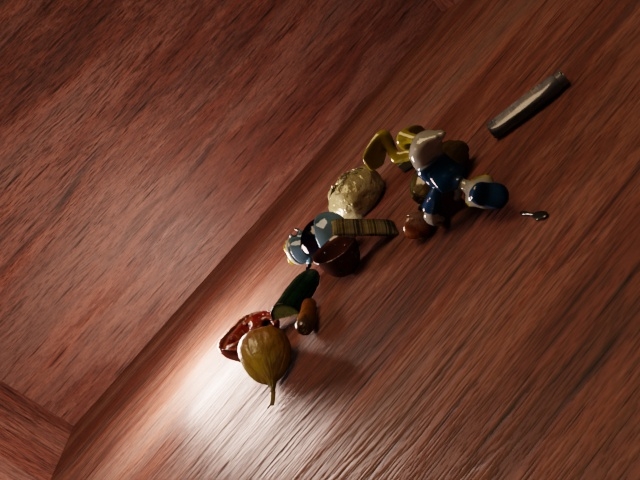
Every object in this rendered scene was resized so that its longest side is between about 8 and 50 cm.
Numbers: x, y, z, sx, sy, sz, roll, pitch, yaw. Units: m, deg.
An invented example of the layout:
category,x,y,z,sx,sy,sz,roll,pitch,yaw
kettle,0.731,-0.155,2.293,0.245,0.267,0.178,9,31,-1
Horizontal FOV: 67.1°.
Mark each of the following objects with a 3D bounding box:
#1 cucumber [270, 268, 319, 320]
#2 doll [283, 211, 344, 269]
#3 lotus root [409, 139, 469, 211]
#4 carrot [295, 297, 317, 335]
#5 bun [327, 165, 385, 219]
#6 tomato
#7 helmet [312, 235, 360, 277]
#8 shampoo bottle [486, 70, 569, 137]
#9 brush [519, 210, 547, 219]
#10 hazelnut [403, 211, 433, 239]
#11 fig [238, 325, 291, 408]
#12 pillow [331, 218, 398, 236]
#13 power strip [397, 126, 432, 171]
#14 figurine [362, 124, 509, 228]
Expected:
category,x,y,z,sx,sy,sz,roll,pitch,yaw
cucumber,-0.080,0.170,1.660,0.115,0.063,0.243,-11,26,32
doll,0.000,0.000,1.712,0.314,0.177,0.141,-22,-4,39
lotus root,0.348,-0.201,1.412,0.124,0.123,0.241,2,53,57
carrot,-0.039,0.233,1.495,0.060,0.060,0.186,-42,11,19
bun,0.121,-0.187,1.889,0.259,0.152,0.259,-40,20,18
tomato,-0.229,0.341,1.643,0.228,0.101,0.228,-23,19,9
helmet,0.067,0.054,1.544,0.155,0.106,0.175,-24,26,20
shampoo bottle,0.583,-0.384,1.366,0.234,0.049,0.087,-38,17,29
brush,0.451,-0.055,1.022,0.024,0.008,0.083,-50,16,-4
hazelnut,0.266,-0.041,1.318,0.086,0.086,0.086,-42,17,17
fig,-0.155,0.367,1.383,0.159,0.159,0.257,-41,35,20
pillow,0.137,-0.042,1.520,0.204,0.038,0.113,-1,24,-1
power strip,0.370,-0.366,1.830,0.145,0.061,0.215,-34,22,41
figurine,0.304,-0.129,1.181,0.205,0.283,0.338,-36,40,-18
